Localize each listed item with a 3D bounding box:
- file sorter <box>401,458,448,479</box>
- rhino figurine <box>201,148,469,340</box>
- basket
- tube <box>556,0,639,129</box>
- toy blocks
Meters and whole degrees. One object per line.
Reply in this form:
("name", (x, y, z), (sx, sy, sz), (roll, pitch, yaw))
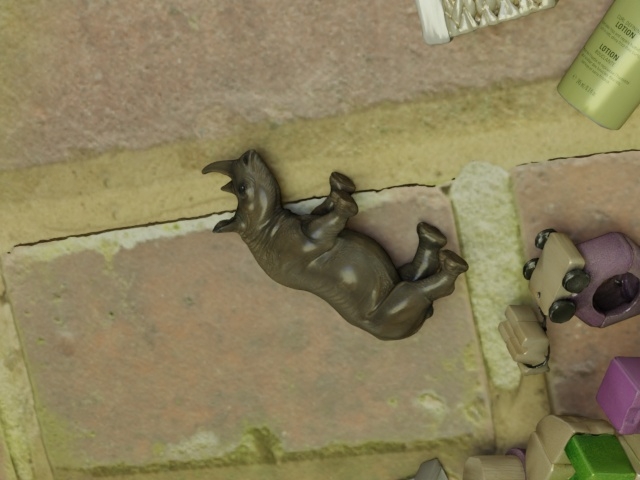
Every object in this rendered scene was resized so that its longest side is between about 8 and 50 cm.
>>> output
("file sorter", (0.070, 0.381, 1.135), (0.173, 0.193, 0.278), (-22, 101, 23))
("rhino figurine", (0.000, 0.000, 1.090), (0.243, 0.073, 0.106), (30, 110, 5))
("basket", (0.116, -0.244, 0.956), (0.103, 0.113, 0.167), (-11, 105, 16))
("tube", (0.270, -0.197, 0.960), (0.070, 0.062, 0.240), (30, 112, -10))
("toy blocks", (0.303, 0.191, 1.023), (0.260, 0.309, 0.289), (3, 126, -20))
